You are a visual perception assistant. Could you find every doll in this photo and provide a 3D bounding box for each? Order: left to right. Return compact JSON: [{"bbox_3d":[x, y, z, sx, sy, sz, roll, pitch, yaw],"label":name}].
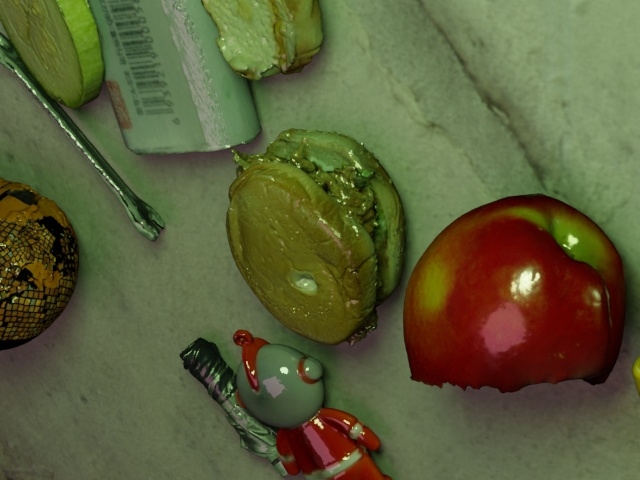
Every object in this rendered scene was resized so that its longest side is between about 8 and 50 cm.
[{"bbox_3d":[-0.020,0.194,1.765,0.142,0.076,0.245,-27,103,38],"label":"doll"}]

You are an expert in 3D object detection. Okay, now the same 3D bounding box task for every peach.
[{"bbox_3d":[0.173,0.072,1.464,0.196,0.190,0.226,33,127,-1],"label":"peach"}]

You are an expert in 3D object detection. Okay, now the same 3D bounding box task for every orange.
[{"bbox_3d":[-0.394,0.027,1.843,0.234,0.234,0.182,28,130,21],"label":"orange"}]

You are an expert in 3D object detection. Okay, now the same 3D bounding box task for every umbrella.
[{"bbox_3d":[-0.092,0.192,1.841,0.188,0.046,0.050,50,138,-5],"label":"umbrella"}]

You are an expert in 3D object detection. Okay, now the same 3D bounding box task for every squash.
[{"bbox_3d":[-0.294,-0.237,1.678,0.219,0.041,0.219,47,152,35],"label":"squash"}]

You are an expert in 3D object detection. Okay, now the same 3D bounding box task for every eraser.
[{"bbox_3d":[-0.161,-0.205,1.625,0.174,0.081,0.227,1,115,36],"label":"eraser"}]

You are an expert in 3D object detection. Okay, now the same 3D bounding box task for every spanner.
[{"bbox_3d":[-0.274,-0.119,1.779,0.017,0.071,0.302,-40,90,12],"label":"spanner"}]

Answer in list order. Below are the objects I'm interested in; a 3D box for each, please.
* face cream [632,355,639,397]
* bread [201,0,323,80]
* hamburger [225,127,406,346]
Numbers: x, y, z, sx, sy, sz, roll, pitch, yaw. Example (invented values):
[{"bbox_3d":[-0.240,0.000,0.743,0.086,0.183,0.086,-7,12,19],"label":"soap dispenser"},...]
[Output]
[{"bbox_3d":[0.360,0.228,1.491,0.078,0.078,0.273,-4,113,39],"label":"face cream"},{"bbox_3d":[-0.066,-0.265,1.499,0.128,0.088,0.232,7,126,39],"label":"bread"},{"bbox_3d":[0.000,0.000,1.600,0.189,0.122,0.215,18,130,36],"label":"hamburger"}]
